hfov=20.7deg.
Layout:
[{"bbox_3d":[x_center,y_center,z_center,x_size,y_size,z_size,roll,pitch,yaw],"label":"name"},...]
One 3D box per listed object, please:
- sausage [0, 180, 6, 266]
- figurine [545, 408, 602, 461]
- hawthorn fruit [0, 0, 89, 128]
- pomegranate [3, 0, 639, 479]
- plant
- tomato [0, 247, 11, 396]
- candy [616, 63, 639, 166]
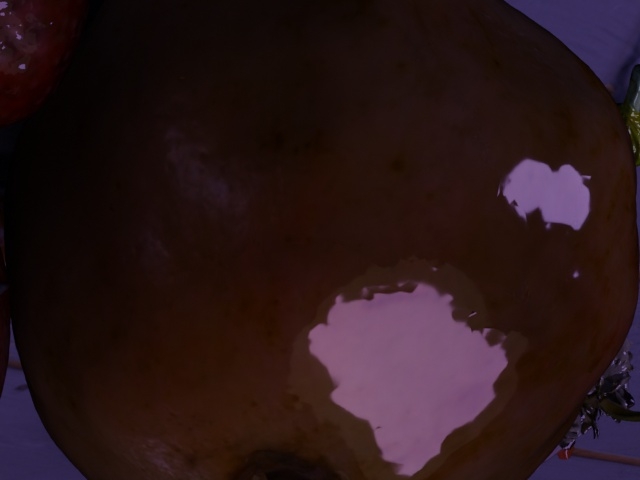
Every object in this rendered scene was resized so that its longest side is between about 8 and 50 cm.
[{"bbox_3d":[-0.273,0.005,1.129,0.234,0.071,0.071,-13,148,-28],"label":"sausage"},{"bbox_3d":[0.210,0.170,1.811,0.112,0.137,0.229,-8,161,33],"label":"figurine"},{"bbox_3d":[-0.222,-0.140,0.798,0.249,0.215,0.215,-6,144,-33],"label":"hawthorn fruit"},{"bbox_3d":[0.000,0.000,1.073,0.411,0.411,0.411,-22,152,-13],"label":"pomegranate"},{"bbox_3d":[0.257,0.144,1.599,0.104,0.122,0.116,-32,141,-35],"label":"plant"},{"bbox_3d":[-0.304,0.045,0.937,0.265,0.265,0.265,-22,152,-13],"label":"tomato"},{"bbox_3d":[0.263,-0.133,1.431,0.062,0.058,0.194,-23,144,-29],"label":"candy"}]
